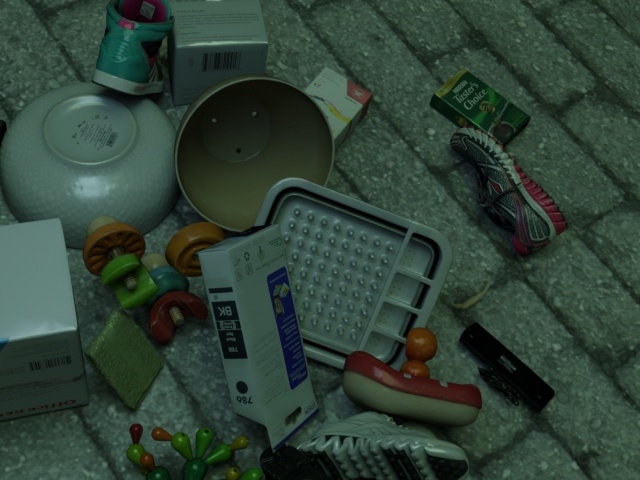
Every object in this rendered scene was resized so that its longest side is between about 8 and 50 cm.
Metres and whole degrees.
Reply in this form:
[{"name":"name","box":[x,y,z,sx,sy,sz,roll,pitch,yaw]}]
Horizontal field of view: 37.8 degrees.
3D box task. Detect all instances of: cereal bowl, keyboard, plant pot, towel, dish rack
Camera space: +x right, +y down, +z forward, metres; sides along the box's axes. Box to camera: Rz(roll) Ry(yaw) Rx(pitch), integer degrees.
[{"name":"cereal bowl","box":[-0.414,-0.162,1.694,0.339,0.141,0.339,5,57,-7]},{"name":"keyboard","box":[0.318,0.233,1.654,0.192,0.038,0.100,42,38,17]},{"name":"plant pot","box":[-0.138,-0.179,1.706,0.284,0.284,0.191,-8,25,-15]},{"name":"towel","box":[-0.315,0.192,1.505,0.027,0.148,0.110,-3,43,34]},{"name":"dish rack","box":[0.030,0.063,1.592,0.333,0.072,0.285,21,101,-6]}]

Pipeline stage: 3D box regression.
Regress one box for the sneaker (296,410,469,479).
[{"name":"sneaker","box":[0.100,0.317,1.447,0.292,0.110,0.118,-3,32,35]}]

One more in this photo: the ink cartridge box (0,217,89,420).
[{"name":"ink cartridge box","box":[-0.471,0.130,1.425,0.198,0.270,0.197,-9,59,-15]}]

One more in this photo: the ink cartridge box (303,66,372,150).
[{"name":"ink cartridge box","box":[0.002,-0.241,1.858,0.115,0.067,0.198,32,59,9]}]

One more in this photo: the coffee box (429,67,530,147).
[{"name":"coffee box","box":[0.332,-0.272,1.953,0.184,0.040,0.113,41,61,15]}]

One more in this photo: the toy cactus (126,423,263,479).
[{"name":"toy cactus","box":[-0.203,0.376,1.439,0.219,0.112,0.180,14,76,-5]}]

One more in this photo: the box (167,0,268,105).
[{"name":"box","box":[-0.206,-0.368,1.833,0.181,0.182,0.119,-5,62,-13]}]

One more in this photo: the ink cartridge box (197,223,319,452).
[{"name":"ink cartridge box","box":[-0.094,0.153,1.488,0.065,0.332,0.165,-7,11,28]}]

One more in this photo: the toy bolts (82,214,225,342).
[{"name":"toy bolts","box":[-0.264,0.031,1.549,0.218,0.228,0.158,-28,52,-7]}]

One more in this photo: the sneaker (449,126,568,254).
[{"name":"sneaker","box":[0.345,-0.106,1.815,0.112,0.121,0.299,-39,60,4]}]

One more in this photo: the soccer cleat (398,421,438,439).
[{"name":"soccer cleat","box":[0.170,0.424,1.435,0.116,0.143,0.331,3,58,-9]}]

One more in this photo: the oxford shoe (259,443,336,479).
[{"name":"oxford shoe","box":[-0.008,0.405,1.411,0.083,0.096,0.227,-20,33,-24]}]

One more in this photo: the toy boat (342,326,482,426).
[{"name":"toy boat","box":[0.153,0.216,1.534,0.231,0.151,0.151,13,76,-10]}]

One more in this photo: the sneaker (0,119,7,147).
[{"name":"sneaker","box":[-0.675,-0.129,1.653,0.145,0.090,0.270,20,61,0]}]

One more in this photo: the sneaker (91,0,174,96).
[{"name":"sneaker","box":[-0.336,-0.372,1.733,0.124,0.178,0.295,20,12,-4]}]
